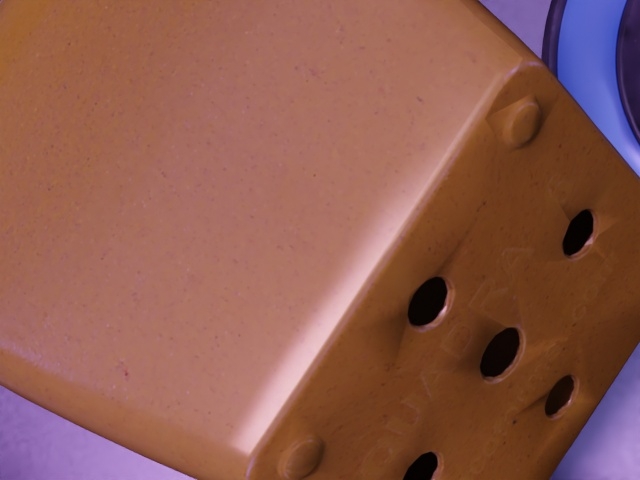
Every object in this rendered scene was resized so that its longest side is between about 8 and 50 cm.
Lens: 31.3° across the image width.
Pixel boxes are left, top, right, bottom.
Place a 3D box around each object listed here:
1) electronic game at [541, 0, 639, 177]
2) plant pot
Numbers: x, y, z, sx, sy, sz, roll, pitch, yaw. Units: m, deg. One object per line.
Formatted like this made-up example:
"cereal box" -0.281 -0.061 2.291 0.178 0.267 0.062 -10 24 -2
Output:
"electronic game" 0.211 -0.078 0.491 0.229 0.048 0.229 -3 78 13
"plant pot" 0.000 0.000 0.413 0.187 0.212 0.212 33 88 43
